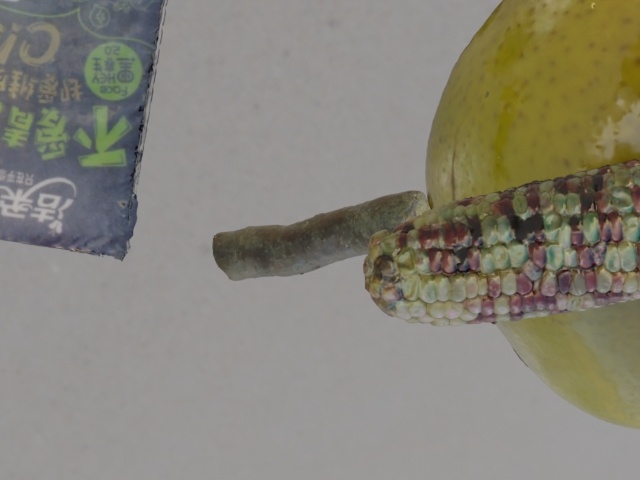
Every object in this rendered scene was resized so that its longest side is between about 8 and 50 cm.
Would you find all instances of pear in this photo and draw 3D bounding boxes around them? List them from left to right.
[{"bbox_3d":[0.259,-0.030,1.306,0.340,0.191,0.386,-7,111,-6],"label":"pear"}]

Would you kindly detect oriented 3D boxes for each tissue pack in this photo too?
[{"bbox_3d":[-0.201,-0.115,1.273,0.073,0.173,0.236,-91,-170,-83],"label":"tissue pack"}]

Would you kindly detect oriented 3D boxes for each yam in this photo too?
[{"bbox_3d":[0.000,0.000,1.785,0.061,0.253,0.061,21,64,-51],"label":"yam"}]

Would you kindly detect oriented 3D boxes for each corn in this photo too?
[{"bbox_3d":[0.151,0.002,1.057,0.253,0.086,0.086,-12,147,3],"label":"corn"}]
